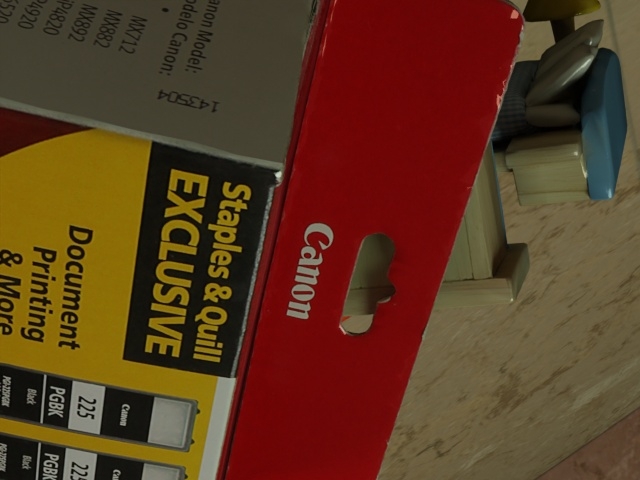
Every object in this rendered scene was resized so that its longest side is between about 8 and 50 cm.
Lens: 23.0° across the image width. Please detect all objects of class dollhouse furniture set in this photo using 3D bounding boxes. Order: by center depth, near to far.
[{"bbox_3d":[-0.008,-0.102,0.783,0.286,0.198,0.303,-5,-164,18],"label":"dollhouse furniture set"}]

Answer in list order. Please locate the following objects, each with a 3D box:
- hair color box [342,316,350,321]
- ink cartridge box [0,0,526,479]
[{"bbox_3d":[0.000,0.000,0.980,0.167,0.093,0.053,-33,158,-5],"label":"hair color box"},{"bbox_3d":[-0.091,0.032,0.594,0.271,0.130,0.309,12,133,0],"label":"ink cartridge box"}]
